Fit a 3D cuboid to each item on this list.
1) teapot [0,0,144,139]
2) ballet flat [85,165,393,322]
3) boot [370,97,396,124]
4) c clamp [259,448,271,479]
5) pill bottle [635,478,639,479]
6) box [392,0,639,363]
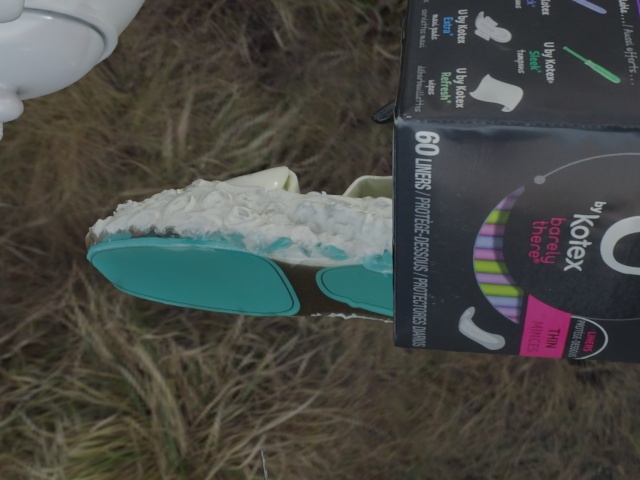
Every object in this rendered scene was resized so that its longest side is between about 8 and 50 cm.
[{"bbox_3d":[-0.200,-0.164,0.582,0.252,0.256,0.187,-10,82,23],"label":"teapot"},{"bbox_3d":[0.000,0.000,0.878,0.408,0.147,0.147,6,88,15],"label":"ballet flat"},{"bbox_3d":[0.143,-0.178,1.526,0.121,0.045,0.099,-34,100,-32],"label":"boot"},{"bbox_3d":[-0.113,0.401,1.413,0.161,0.022,0.137,-49,34,25],"label":"c clamp"},{"bbox_3d":[0.459,0.472,1.431,0.407,0.229,0.229,-39,75,47],"label":"pill bottle"},{"bbox_3d":[0.174,-0.038,0.495,0.270,0.165,0.143,2,47,7],"label":"box"}]
